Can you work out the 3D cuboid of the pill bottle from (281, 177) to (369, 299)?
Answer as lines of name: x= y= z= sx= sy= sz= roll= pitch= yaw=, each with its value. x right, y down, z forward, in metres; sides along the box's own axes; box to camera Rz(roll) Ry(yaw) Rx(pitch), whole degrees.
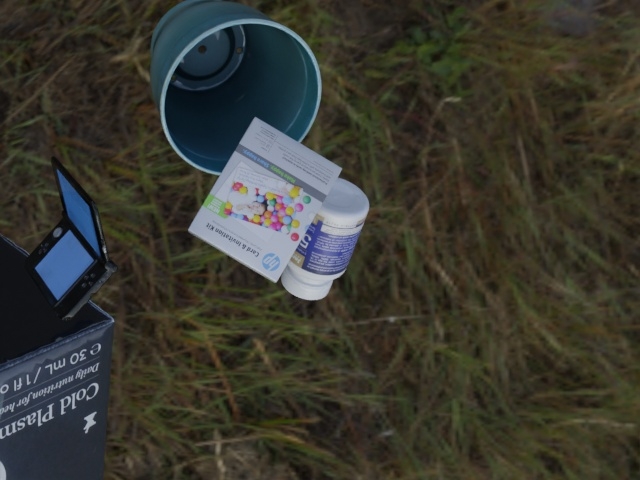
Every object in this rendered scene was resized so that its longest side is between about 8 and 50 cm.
pill bottle: x=0.000 y=0.000 z=1.803 sx=0.112 sy=0.112 sz=0.187 roll=-13 pitch=135 yaw=-38

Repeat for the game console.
game console: x=-0.249 y=-0.003 z=1.067 sx=0.107 sy=0.122 sz=0.071 roll=-48 pitch=131 yaw=-1

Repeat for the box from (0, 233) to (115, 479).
box: x=-0.534 y=0.299 z=1.373 sx=0.480 sy=0.297 sz=0.472 roll=-24 pitch=136 yaw=-44

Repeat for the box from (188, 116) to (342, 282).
box: x=-0.078 y=-0.057 z=1.569 sx=0.145 sy=0.038 sz=0.186 roll=31 pitch=84 yaw=-3

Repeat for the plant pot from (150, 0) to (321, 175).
plant pot: x=-0.169 y=-0.287 z=1.890 sx=0.271 sy=0.255 sz=0.272 roll=-12 pitch=125 yaw=-18
